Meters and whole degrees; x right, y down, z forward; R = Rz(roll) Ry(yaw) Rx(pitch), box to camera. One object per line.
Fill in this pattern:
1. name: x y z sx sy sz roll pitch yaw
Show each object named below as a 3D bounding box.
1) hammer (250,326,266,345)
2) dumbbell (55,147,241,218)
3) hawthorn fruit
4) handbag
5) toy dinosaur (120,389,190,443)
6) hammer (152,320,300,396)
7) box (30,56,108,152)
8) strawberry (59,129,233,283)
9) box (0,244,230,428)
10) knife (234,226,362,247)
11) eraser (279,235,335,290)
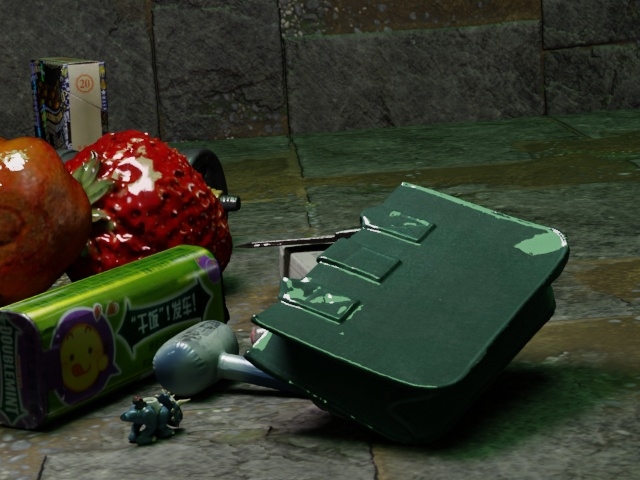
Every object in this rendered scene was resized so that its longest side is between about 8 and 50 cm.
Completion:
1. hammer: -0.058 0.117 1.871 0.052 0.031 0.083 0 1 3
2. dumbbell: -0.310 -0.059 2.451 0.388 0.185 0.185 1 12 21
3. hawthorn fruit: -0.414 -0.009 1.932 0.224 0.224 0.261 0 51 18
4. handbag: 0.098 0.067 1.592 0.238 0.089 0.326 23 40 24
5. toy dinosaur: -0.172 0.178 1.543 0.030 0.047 0.083 9 16 44
6. hammer: -0.081 0.142 1.681 0.193 0.070 0.116 9 15 21
7. box: -0.448 -0.170 2.718 0.084 0.310 0.198 -7 11 -26
8. strawberry: -0.245 -0.025 2.137 0.257 0.257 0.276 7 -5 45
9. box: -0.240 0.102 1.736 0.097 0.134 0.345 2 14 31
10. knife: 0.000 0.000 1.972 0.230 0.028 0.060 -5 -1 7
11. eraser: 0.035 0.076 1.865 0.098 0.096 0.404 -5 12 -12
